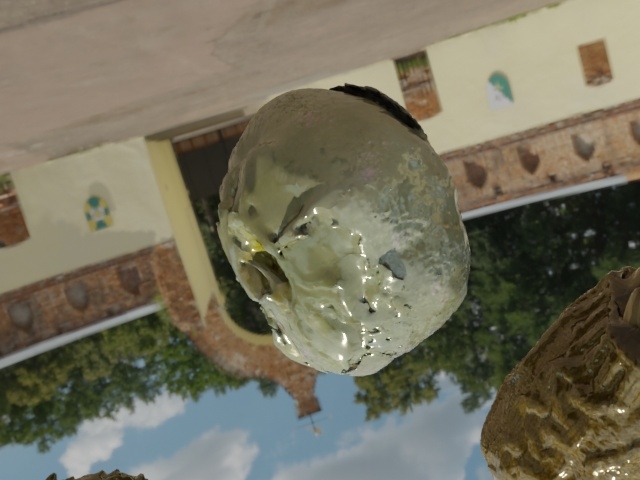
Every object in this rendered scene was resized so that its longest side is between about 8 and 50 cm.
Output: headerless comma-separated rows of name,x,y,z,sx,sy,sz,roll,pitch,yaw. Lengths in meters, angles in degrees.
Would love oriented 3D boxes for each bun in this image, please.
bun,0.000,0.000,0.588,0.141,0.239,0.239,-27,-169,-29

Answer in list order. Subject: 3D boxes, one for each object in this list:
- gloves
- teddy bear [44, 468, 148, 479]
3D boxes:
gloves,0.242,0.183,0.646,0.155,0.357,0.203,-22,-140,-34
teddy bear,-0.177,0.247,0.463,0.156,0.267,0.256,25,170,16
